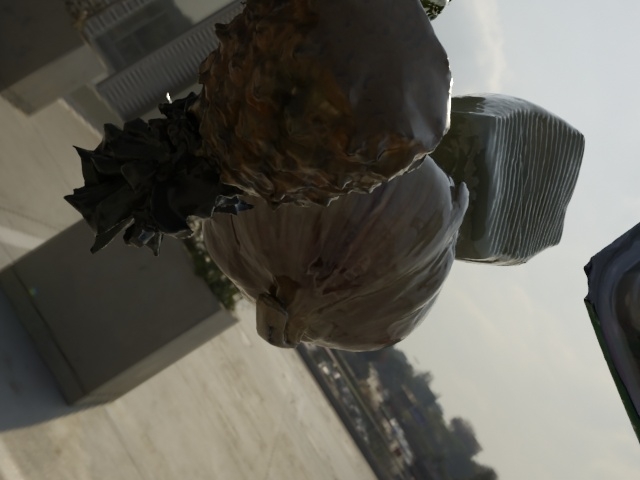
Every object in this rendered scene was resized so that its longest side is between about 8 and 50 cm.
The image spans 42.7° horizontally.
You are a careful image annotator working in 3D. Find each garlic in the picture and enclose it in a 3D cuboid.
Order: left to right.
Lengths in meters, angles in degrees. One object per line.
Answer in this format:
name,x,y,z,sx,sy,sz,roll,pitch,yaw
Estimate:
garlic,0.004,-0.013,0.948,0.322,0.322,0.241,59,23,-16

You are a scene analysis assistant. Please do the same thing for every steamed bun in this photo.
steamed bun,0.217,-0.096,1.216,0.236,0.383,0.247,14,-77,36

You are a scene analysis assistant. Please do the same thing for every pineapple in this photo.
pineapple,-0.051,-0.062,0.474,0.128,0.248,0.128,22,58,-42

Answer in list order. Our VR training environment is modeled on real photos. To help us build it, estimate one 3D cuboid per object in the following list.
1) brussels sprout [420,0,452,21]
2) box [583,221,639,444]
brussels sprout,0.057,-0.320,0.746,0.294,0.259,0.227,21,-18,13
box,0.426,0.078,0.824,0.106,0.337,0.264,-12,-76,56
